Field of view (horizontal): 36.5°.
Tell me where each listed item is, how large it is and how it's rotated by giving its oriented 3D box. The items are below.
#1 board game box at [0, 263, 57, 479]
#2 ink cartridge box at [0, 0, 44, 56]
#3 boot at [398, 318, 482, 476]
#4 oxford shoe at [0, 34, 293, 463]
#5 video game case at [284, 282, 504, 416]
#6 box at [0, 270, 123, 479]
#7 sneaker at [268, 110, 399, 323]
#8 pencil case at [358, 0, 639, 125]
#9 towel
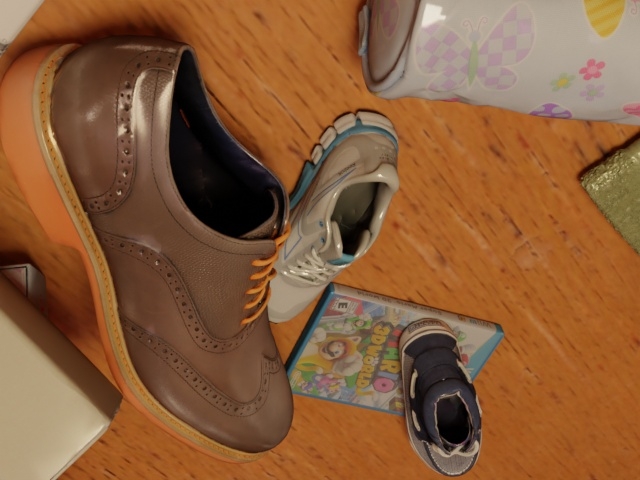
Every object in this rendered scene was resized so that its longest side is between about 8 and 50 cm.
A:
[{"bbox_3d":[-0.347,0.190,0.678,0.317,0.319,0.066,-5,170,-5],"label":"board game box"},{"bbox_3d":[-0.231,-0.174,0.536,0.158,0.092,0.218,34,113,-29],"label":"ink cartridge box"},{"bbox_3d":[0.107,0.162,0.830,0.069,0.086,0.190,-17,128,3],"label":"boot"},{"bbox_3d":[-0.078,0.028,0.667,0.132,0.130,0.364,-6,130,24],"label":"oxford shoe"},{"bbox_3d":[0.060,0.102,0.842,0.166,0.015,0.119,15,123,-20],"label":"video game case"},{"bbox_3d":[-0.252,0.040,0.602,0.094,0.113,0.275,-43,94,-5],"label":"box"},{"bbox_3d":[0.000,0.000,0.713,0.071,0.083,0.191,15,124,-22],"label":"sneaker"},{"bbox_3d":[0.161,-0.129,0.622,0.273,0.114,0.124,5,153,-13],"label":"pencil case"},{"bbox_3d":[0.281,-0.036,0.768,0.110,0.027,0.148,-40,124,20],"label":"towel"}]
